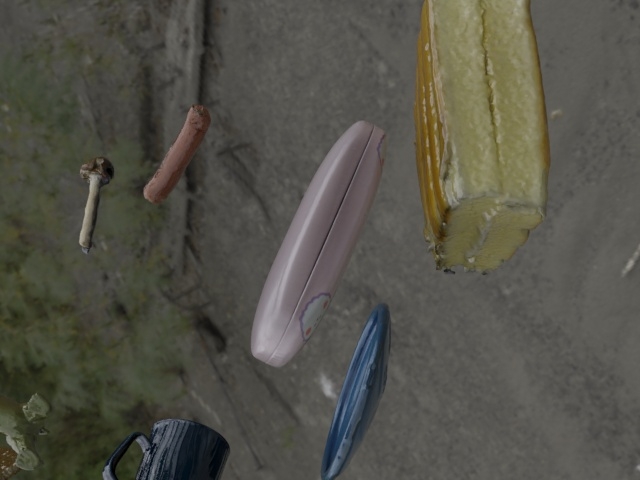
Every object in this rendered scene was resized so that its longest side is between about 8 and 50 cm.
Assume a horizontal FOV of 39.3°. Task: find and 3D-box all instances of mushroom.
[{"bbox_3d":[-0.433,-0.068,1.686,0.060,0.061,0.187,178,105,-84],"label":"mushroom"}]

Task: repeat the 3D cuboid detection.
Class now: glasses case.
[{"bbox_3d":[0.000,0.000,0.992,0.075,0.297,0.113,26,159,-5],"label":"glasses case"}]

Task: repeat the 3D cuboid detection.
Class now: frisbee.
[{"bbox_3d":[0.067,0.236,1.369,0.049,0.289,0.289,19,149,-1],"label":"frisbee"}]

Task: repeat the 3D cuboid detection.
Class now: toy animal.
[{"bbox_3d":[-0.485,0.242,1.311,0.219,0.103,0.101,32,164,-12],"label":"toy animal"}]

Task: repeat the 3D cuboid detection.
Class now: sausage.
[{"bbox_3d":[-0.192,-0.116,1.215,0.036,0.042,0.158,35,112,3],"label":"sausage"}]

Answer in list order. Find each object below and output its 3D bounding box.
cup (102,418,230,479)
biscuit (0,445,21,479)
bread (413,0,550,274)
[{"bbox_3d":[-0.212,0.327,1.212,0.150,0.138,0.113,12,136,3],"label":"cup"},{"bbox_3d":[-0.629,0.426,1.655,0.237,0.131,0.026,-9,107,50],"label":"biscuit"},{"bbox_3d":[0.157,-0.102,0.915,0.239,0.111,0.246,80,-172,-72],"label":"bread"}]
